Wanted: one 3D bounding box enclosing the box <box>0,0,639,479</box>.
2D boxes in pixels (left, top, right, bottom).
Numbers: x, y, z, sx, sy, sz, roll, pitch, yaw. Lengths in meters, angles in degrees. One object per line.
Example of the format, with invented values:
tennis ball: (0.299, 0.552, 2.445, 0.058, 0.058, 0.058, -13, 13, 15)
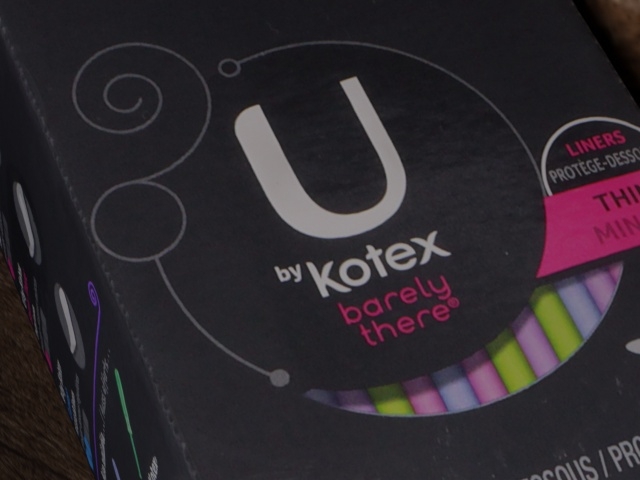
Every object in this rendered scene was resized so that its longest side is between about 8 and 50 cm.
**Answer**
box: (0.000, 0.000, 0.553, 0.143, 0.165, 0.270, 101, 146, -57)
